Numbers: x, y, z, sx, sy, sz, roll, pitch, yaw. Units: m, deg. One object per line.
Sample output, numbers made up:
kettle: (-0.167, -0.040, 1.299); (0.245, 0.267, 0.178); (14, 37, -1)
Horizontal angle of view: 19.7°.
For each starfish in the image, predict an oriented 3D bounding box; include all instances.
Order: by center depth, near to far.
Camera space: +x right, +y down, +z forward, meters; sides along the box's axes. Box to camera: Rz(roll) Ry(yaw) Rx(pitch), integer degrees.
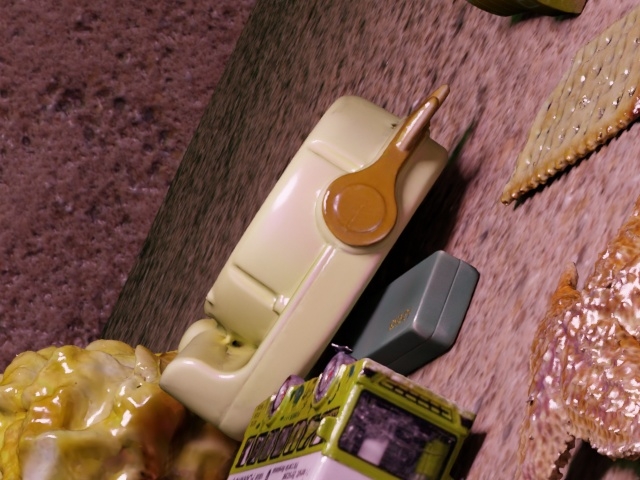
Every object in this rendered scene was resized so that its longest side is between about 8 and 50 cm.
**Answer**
starfish: (0.174, 0.047, 1.081); (0.299, 0.060, 0.302); (-58, 11, 27)

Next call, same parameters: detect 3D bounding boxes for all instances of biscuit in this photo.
biscuit: (0.210, -0.115, 1.409); (0.203, 0.016, 0.144); (-37, 27, 62)

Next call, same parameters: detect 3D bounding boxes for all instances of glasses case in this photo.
glasses case: (0.066, 0.072, 1.527); (0.184, 0.039, 0.077); (-40, 25, 61)

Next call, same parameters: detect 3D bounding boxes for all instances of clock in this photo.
clock: (0.000, 0.000, 1.657); (0.348, 0.117, 0.286); (-57, -2, 12)

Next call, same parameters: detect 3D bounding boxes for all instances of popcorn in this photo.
popcorn: (-0.207, 0.229, 1.790); (0.312, 0.312, 0.312); (-57, 12, 20)

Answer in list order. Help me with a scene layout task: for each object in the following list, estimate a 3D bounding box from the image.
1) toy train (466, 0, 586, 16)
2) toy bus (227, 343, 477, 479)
toy train: (0.192, -0.269, 1.665); (0.137, 0.090, 0.225); (-66, 12, -3)
toy bus: (0.009, 0.174, 1.383); (0.139, 0.113, 0.302); (-65, 10, -16)
